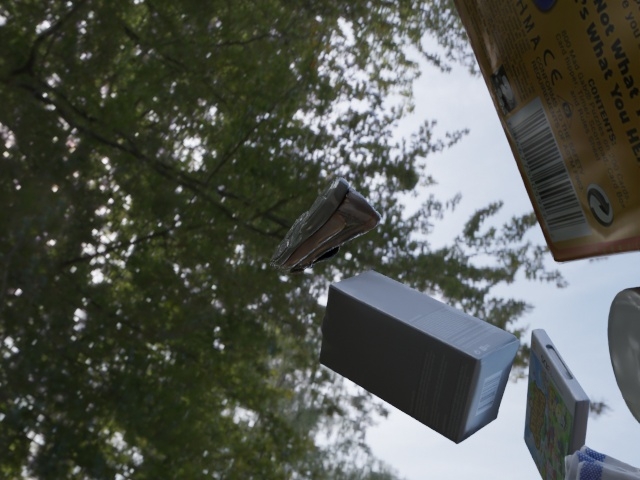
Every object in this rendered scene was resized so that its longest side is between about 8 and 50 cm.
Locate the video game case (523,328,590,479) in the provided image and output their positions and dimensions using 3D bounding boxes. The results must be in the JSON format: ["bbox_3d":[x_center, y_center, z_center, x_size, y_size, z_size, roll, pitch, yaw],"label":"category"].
[{"bbox_3d":[0.345,0.270,1.123,0.023,0.193,0.212,-4,-67,-2],"label":"video game case"}]

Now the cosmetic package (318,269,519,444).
[{"bbox_3d":[0.117,0.142,0.979,0.238,0.107,0.127,28,-60,38],"label":"cosmetic package"}]

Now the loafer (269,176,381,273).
[{"bbox_3d":[0.000,0.000,0.514,0.039,0.045,0.125,32,-28,-7],"label":"loafer"}]

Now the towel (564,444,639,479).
[{"bbox_3d":[0.282,0.283,0.510,0.285,0.209,0.034,11,-12,39],"label":"towel"}]

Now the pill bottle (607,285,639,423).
[{"bbox_3d":[0.288,0.055,0.436,0.215,0.117,0.117,-7,-57,0],"label":"pill bottle"}]

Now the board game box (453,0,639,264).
[{"bbox_3d":[0.279,-0.220,0.376,0.356,0.356,0.356,-20,-93,-5],"label":"board game box"}]
